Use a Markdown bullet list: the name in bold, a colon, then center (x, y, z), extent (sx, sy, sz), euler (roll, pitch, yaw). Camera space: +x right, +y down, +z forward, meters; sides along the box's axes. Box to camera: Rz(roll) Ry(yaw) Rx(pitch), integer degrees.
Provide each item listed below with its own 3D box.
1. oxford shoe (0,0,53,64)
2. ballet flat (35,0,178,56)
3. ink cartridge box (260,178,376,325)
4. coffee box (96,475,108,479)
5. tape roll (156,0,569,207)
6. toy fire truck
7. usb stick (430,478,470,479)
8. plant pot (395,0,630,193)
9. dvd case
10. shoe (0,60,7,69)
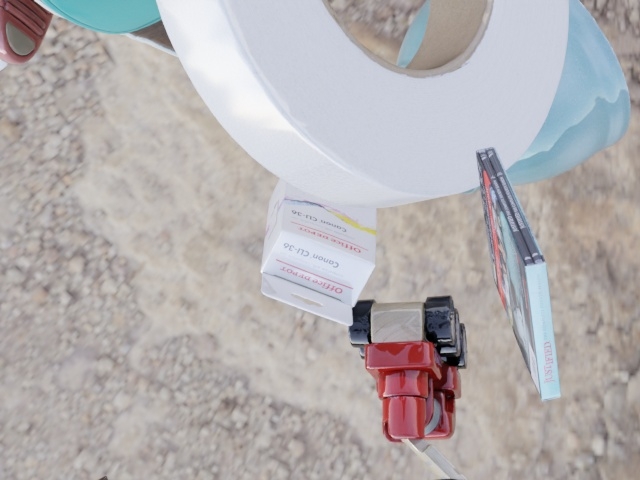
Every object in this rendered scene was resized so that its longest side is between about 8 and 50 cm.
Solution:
- **oxford shoe**: center (-0.329, -0.326, 1.398), extent (0.130, 0.123, 0.348), euler (-8, 71, 12)
- **ballet flat**: center (-0.128, -0.231, 1.216), extent (0.139, 0.400, 0.139), euler (-7, 76, 31)
- **ink cartridge box**: center (0.000, 0.000, 1.623), extent (0.115, 0.198, 0.067), euler (20, 123, -11)
- **coffee box**: center (-0.319, 0.514, 2.118), extent (0.119, 0.168, 0.297), euler (-30, 87, 14)
- **tape roll**: center (0.042, -0.218, 1.098), extent (0.072, 0.392, 0.392), euler (-11, 110, 47)
- **toy fire truck**: center (0.125, 0.201, 1.667), extent (0.159, 0.217, 0.246), euler (-3, 73, 10)
- **usb stick**: center (0.095, 0.276, 1.123), extent (0.077, 0.045, 0.278), euler (8, 137, 3)
- **plant pot**: center (0.200, -0.179, 1.756), extent (0.196, 0.293, 0.293), euler (-38, 100, -14)
- **dvd case**: center (0.104, 0.015, 0.769), extent (0.013, 0.119, 0.087), euler (-11, 122, 1)
- **shoe**: center (-0.379, -0.271, 1.660), extent (0.081, 0.178, 0.063), euler (-34, 144, -6)
